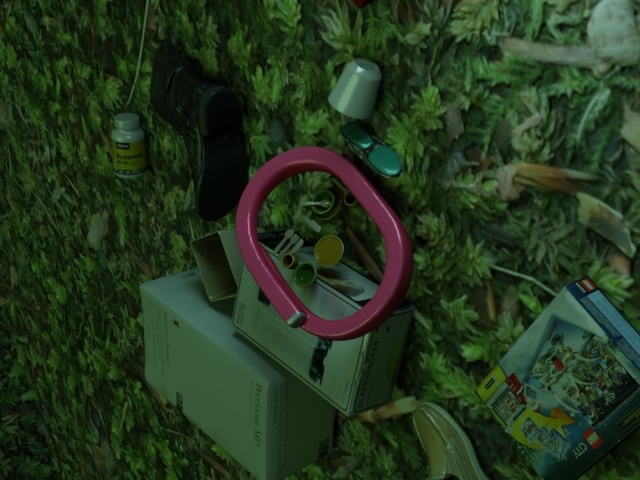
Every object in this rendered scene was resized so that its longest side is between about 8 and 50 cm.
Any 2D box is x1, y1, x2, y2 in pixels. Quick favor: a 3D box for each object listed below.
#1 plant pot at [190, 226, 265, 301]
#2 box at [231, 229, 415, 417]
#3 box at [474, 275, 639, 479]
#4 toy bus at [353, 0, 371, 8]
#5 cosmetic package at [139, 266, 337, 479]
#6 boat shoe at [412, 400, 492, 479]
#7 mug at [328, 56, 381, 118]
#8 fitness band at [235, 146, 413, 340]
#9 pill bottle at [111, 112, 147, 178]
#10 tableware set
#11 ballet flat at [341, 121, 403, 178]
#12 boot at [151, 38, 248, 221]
[{"bbox_3d":[-0.137,0.031,1.489,0.109,0.096,0.109,-17,92,55],"label":"plant pot"},{"bbox_3d":[-0.005,0.115,1.337,0.290,0.087,0.169,30,117,42],"label":"box"},{"bbox_3d":[0.289,0.173,1.034,0.159,0.044,0.233,53,142,23],"label":"box"},{"bbox_3d":[0.032,-0.378,1.049,0.202,0.104,0.190,-6,101,54],"label":"toy bus"},{"bbox_3d":[-0.148,0.219,1.546,0.385,0.156,0.217,28,126,44],"label":"cosmetic package"},{"bbox_3d":[0.178,0.311,1.229,0.190,0.072,0.068,55,143,20],"label":"boat shoe"},{"bbox_3d":[0.044,-0.205,1.162,0.078,0.062,0.064,42,129,24],"label":"mug"},{"bbox_3d":[0.000,0.000,1.223,0.209,0.054,0.290,-43,61,11],"label":"fitness band"},{"bbox_3d":[-0.369,-0.183,1.718,0.065,0.065,0.116,31,130,41],"label":"pill bottle"},{"bbox_3d":[-0.001,-0.012,1.270,0.154,0.024,0.104,-50,57,6],"label":"tableware set"},{"bbox_3d":[0.071,-0.115,1.195,0.114,0.041,0.041,47,139,29],"label":"ballet flat"},{"bbox_3d":[-0.216,-0.187,1.511,0.229,0.091,0.262,37,130,45],"label":"boot"}]
